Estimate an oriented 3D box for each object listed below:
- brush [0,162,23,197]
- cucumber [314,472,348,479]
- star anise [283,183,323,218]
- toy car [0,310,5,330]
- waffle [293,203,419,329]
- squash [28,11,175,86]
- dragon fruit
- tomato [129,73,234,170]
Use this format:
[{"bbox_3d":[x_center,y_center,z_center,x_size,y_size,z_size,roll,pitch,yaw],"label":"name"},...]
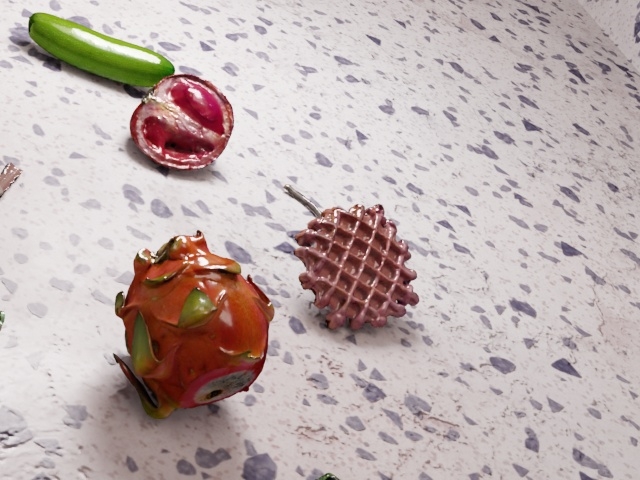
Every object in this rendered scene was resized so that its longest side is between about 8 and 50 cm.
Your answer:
[{"bbox_3d":[-0.509,-0.056,1.712,0.084,0.071,0.301,40,20,-12],"label":"brush"},{"bbox_3d":[0.082,0.368,1.535,0.193,0.086,0.115,23,-13,-6],"label":"cucumber"},{"bbox_3d":[0.000,0.000,2.066,0.148,0.219,0.227,-23,8,-18],"label":"star anise"},{"bbox_3d":[-0.467,0.086,1.550,0.059,0.035,0.122,7,29,-32],"label":"toy car"},{"bbox_3d":[0.061,0.044,1.927,0.234,0.055,0.221,-13,78,-34],"label":"waffle"},{"bbox_3d":[-0.422,-0.356,2.186,0.292,0.082,0.082,18,32,-13],"label":"squash"},{"bbox_3d":[-0.178,0.115,1.575,0.224,0.224,0.227,-7,51,-44],"label":"dragon fruit"},{"bbox_3d":[-0.257,-0.206,2.093,0.173,0.099,0.189,39,69,-11],"label":"tomato"}]
